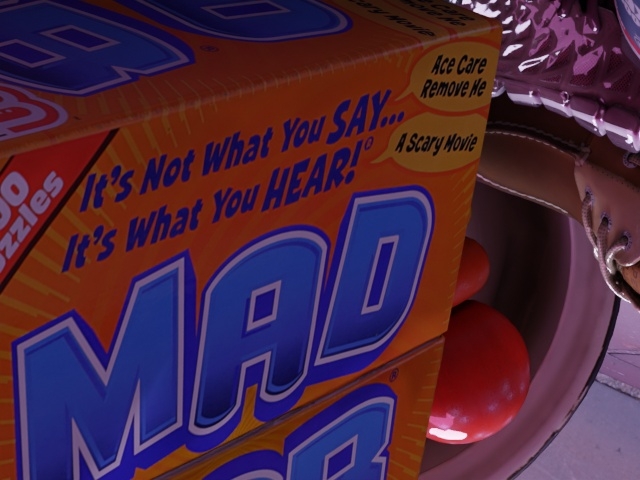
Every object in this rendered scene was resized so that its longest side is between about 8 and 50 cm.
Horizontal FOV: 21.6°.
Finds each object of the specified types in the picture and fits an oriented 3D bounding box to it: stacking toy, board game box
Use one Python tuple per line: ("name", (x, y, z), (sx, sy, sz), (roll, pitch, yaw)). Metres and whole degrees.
("stacking toy", (0.039, -0.033, 1.018), (0.330, 0.141, 0.141), (65, 168, -5))
("board game box", (-0.176, 0.031, 0.862), (0.356, 0.356, 0.356), (24, -152, 32))

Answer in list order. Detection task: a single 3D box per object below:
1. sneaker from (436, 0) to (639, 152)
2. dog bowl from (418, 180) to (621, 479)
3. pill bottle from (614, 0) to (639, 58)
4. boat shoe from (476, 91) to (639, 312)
("sneaker", (0.138, -0.126, 0.840), (0.281, 0.106, 0.162), (11, 157, 29))
("dog bowl", (0.000, 0.000, 1.183), (0.408, 0.408, 0.150), (23, -170, -2))
("pill bottle", (0.166, -0.129, 0.659), (0.108, 0.108, 0.180), (21, 173, 15))
("boat shoe", (0.205, -0.022, 0.956), (0.324, 0.120, 0.122), (14, 155, 39))
